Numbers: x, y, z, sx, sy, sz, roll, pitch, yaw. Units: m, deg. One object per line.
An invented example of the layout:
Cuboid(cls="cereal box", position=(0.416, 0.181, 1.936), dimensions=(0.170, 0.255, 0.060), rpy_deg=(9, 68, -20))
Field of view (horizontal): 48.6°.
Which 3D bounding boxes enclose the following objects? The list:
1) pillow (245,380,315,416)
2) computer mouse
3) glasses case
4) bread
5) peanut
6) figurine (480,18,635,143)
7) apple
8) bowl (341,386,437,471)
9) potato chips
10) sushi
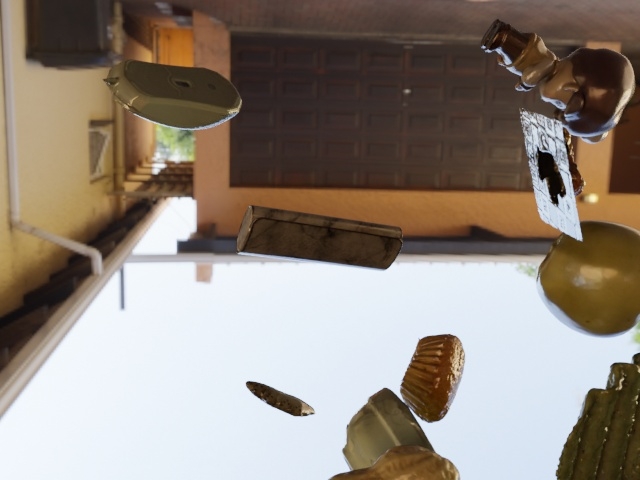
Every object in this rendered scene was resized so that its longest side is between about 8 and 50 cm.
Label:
Cuboid(cls="pillow", position=(-0.120, 0.493, 2.167), dimensions=(0.241, 0.051, 0.093), rpy_deg=(27, -170, -11))
Cuboid(cls="computer mouse", position=(-0.184, -0.173, 0.867), dimensions=(0.181, 0.056, 0.089), rpy_deg=(-2, -133, -41))
Cuboid(cls="glasses case", position=(0.000, 0.000, 1.329), dimensions=(0.299, 0.114, 0.060), rpy_deg=(7, -133, -20))
Cuboid(cls="bread", position=(0.287, 0.343, 1.803), dimensions=(0.139, 0.240, 0.240), rpy_deg=(18, -166, 14))
Cuboid(cls="peanut", position=(0.118, 0.433, 1.253), dimensions=(0.256, 0.124, 0.123), rpy_deg=(-15, -170, 4))
Cuboid(cls="figurine", position=(0.537, -0.361, 1.626), dimensions=(0.364, 0.206, 0.218), rpy_deg=(15, -171, -4))
Cuboid(cls="apple", position=(0.611, 0.077, 1.556), dimensions=(0.262, 0.262, 0.262), rpy_deg=(2, -170, 0))
Cuboid(cls="bowl", position=(0.155, 0.493, 1.550), dimensions=(0.163, 0.307, 0.307), rpy_deg=(-29, -163, -10))
Cuboid(cls="potato chips", position=(0.497, 0.373, 1.075), dimensions=(0.358, 0.429, 0.070), rpy_deg=(-2, -169, -18))
Cuboid(cls="sushi", position=(0.365, -0.108, 1.077), dimensions=(0.040, 0.193, 0.210), rpy_deg=(-14, -167, 3))
